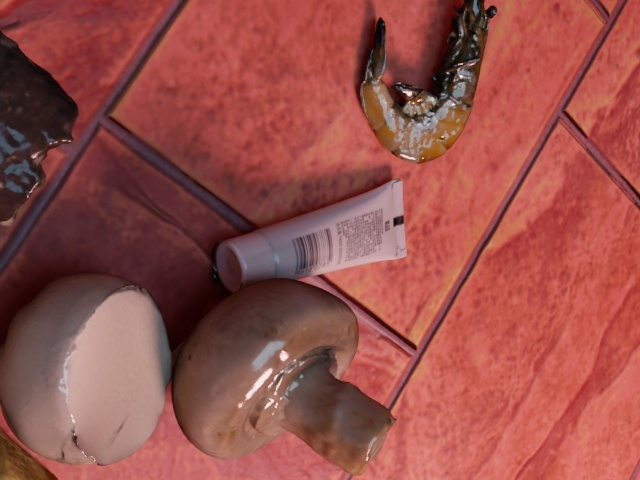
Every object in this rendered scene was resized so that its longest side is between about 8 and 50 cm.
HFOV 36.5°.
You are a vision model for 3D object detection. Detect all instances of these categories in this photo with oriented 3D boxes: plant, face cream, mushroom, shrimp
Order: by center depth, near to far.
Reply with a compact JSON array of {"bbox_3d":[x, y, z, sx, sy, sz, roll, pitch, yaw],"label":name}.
[{"bbox_3d":[-0.329,-0.122,0.737,0.274,0.146,0.149,35,61,-32],"label":"plant"},{"bbox_3d":[-0.037,0.142,0.950,0.206,0.206,0.209,-40,96,-21],"label":"mushroom"},{"bbox_3d":[0.000,0.000,1.032,0.243,0.058,0.092,-15,108,-36],"label":"face cream"},{"bbox_3d":[0.118,-0.195,1.074,0.150,0.051,0.217,16,94,-28],"label":"shrimp"}]

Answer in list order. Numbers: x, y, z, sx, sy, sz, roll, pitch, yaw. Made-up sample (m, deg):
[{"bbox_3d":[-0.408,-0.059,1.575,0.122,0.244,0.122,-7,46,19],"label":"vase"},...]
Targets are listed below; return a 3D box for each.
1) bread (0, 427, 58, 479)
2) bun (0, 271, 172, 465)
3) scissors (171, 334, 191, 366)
[{"bbox_3d":[-0.291,0.331,0.829,0.236,0.198,0.263,-43,122,-12],"label":"bread"},{"bbox_3d":[-0.220,0.110,0.863,0.173,0.119,0.173,5,90,-66],"label":"bun"},{"bbox_3d":[-0.165,0.136,0.971,0.119,0.014,0.058,-49,122,-12],"label":"scissors"}]
